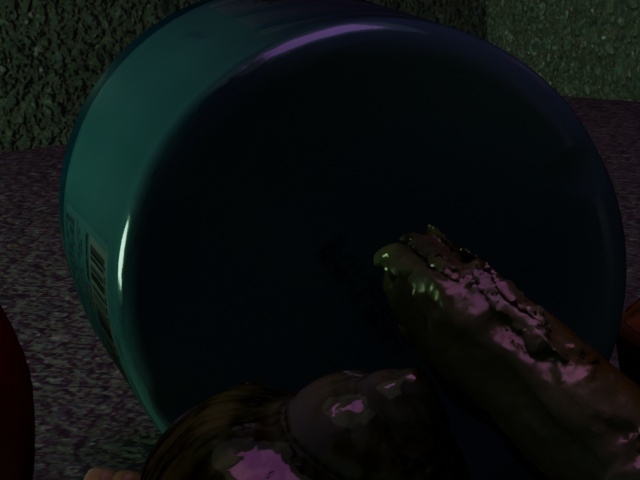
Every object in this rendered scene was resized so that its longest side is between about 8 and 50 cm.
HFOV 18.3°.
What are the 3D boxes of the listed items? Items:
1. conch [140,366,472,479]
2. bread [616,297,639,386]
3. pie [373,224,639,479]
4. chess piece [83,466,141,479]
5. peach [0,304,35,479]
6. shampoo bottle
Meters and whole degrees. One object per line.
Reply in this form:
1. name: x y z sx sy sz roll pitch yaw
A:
1. conch: -0.010 0.134 1.073 0.187 0.181 0.124 45 -2 23
2. bread: 0.298 0.089 1.352 0.199 0.104 0.199 -6 18 2
3. pie: 0.136 0.100 1.048 0.306 0.071 0.306 40 -2 2
4. chess piece: -0.080 0.172 1.177 0.122 0.066 0.066 5 11 9
5. peach: -0.286 0.102 1.057 0.281 0.238 0.281 -6 51 8
6. shampoo bottle: 0.000 0.000 1.349 0.331 0.331 0.343 -6 11 -11
